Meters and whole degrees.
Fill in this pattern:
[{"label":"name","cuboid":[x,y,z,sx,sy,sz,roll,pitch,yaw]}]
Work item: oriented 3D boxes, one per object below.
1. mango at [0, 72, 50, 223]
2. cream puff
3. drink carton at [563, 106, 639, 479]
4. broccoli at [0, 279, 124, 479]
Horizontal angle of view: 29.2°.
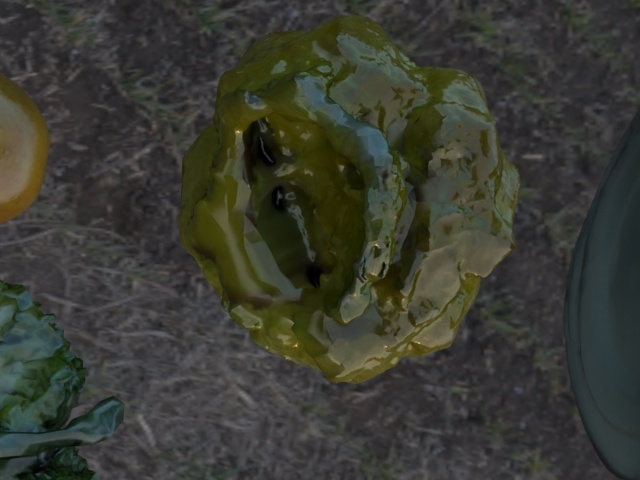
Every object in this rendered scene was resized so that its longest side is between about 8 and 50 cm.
[{"label":"mango","cuboid":[-0.530,-0.154,1.565,0.378,0.264,0.221,28,87,-29]},{"label":"cream puff","cuboid":[0.020,-0.030,0.917,0.282,0.185,0.282,0,93,-1]},{"label":"drink carton","cuboid":[0.203,0.031,0.459,0.189,0.191,0.185,9,130,-10]},{"label":"broccoli","cuboid":[-0.183,0.134,0.398,0.304,0.321,0.283,-54,167,-15]}]
